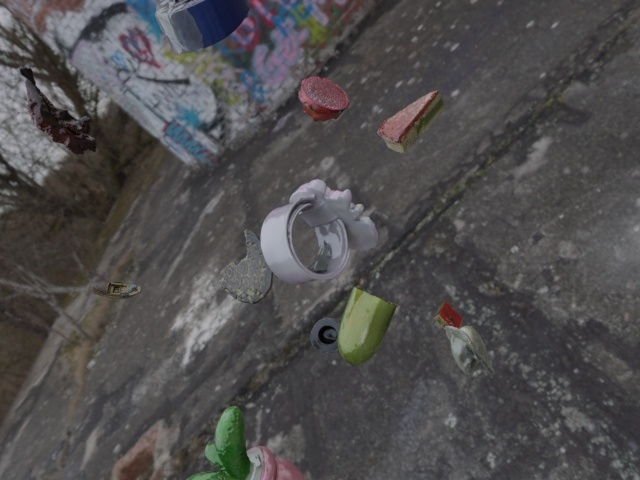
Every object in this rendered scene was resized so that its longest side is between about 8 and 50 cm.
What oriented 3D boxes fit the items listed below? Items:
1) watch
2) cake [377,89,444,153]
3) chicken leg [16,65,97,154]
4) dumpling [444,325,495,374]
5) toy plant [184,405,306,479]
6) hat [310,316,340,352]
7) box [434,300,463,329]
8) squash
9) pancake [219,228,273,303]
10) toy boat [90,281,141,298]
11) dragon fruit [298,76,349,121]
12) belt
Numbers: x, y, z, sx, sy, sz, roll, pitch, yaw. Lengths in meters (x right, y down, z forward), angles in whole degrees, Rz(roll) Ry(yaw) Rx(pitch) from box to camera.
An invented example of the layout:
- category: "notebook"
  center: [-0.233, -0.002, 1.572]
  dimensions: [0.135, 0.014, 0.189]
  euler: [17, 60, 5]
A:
- category: "watch"
  center: [0.000, 0.000, 1.447]
  dimensions: [0.196, 0.244, 0.231]
  euler: [-18, 35, 47]
- category: "cake"
  center: [0.267, -0.364, 1.852]
  dimensions: [0.117, 0.086, 0.220]
  euler: [24, 69, 40]
- category: "chicken leg"
  center: [-0.560, -0.263, 1.281]
  dimensions: [0.048, 0.219, 0.089]
  euler: [-6, 47, 54]
- category: "dumpling"
  center: [0.406, 0.302, 1.649]
  dimensions: [0.093, 0.176, 0.150]
  euler: [-20, 1, 7]
- category: "toy plant"
  center: [-0.211, 0.676, 1.783]
  dimensions: [0.317, 0.356, 0.211]
  euler: [-57, 21, -2]
- category: "hat"
  center: [0.031, 0.295, 1.891]
  dimensions: [0.121, 0.121, 0.050]
  euler: [-45, -18, 11]
- category: "box"
  center: [0.428, 0.261, 2.024]
  dimensions: [0.023, 0.090, 0.133]
  euler: [-47, -5, 26]
- category: "squash"
  center: [0.101, 0.213, 1.466]
  dimensions: [0.186, 0.123, 0.123]
  euler: [-68, 18, 2]
- category: "pancake"
  center: [-0.189, 0.069, 1.496]
  dimensions: [0.191, 0.184, 0.020]
  euler: [-14, 7, 35]
- category: "toy boat"
  center: [-0.623, 0.151, 1.858]
  dimensions: [0.049, 0.149, 0.047]
  euler: [103, 169, -58]
- category: "dragon fruit"
  center: [0.000, -0.381, 1.744]
  dimensions: [0.110, 0.153, 0.153]
  euler: [-61, 3, 47]
- category: "belt"
  center: [-0.305, -0.619, 1.598]
  dimensions: [0.213, 0.117, 0.346]
  euler: [-9, 40, 16]
